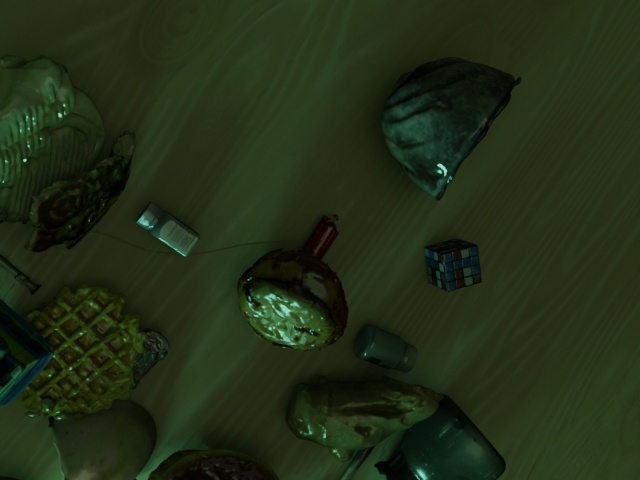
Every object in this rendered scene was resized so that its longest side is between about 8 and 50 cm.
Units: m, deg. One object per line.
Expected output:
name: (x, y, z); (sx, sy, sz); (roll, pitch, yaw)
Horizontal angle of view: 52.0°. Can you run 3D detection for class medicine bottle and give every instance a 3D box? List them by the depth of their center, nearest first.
medicine bottle: (-0.302, -0.023, 1.297); (0.118, 0.074, 0.055); (37, 87, -19)
medicine bottle: (0.150, 0.249, 1.491); (0.130, 0.080, 0.080); (26, 91, -20)

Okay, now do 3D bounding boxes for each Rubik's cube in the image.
Rubik's cube: (0.303, 0.055, 1.501); (0.092, 0.092, 0.092); (-13, 103, -15)

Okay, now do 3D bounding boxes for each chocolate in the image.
chocolate: (0.241, -0.259, 1.348); (0.213, 0.303, 0.303); (33, 88, 5)

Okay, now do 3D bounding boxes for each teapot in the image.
teapot: (0.261, 0.533, 1.546); (0.285, 0.305, 0.223); (-41, 70, -1)

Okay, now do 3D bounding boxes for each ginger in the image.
ginger: (0.100, 0.375, 1.449); (0.354, 0.126, 0.190); (-13, 75, -3)

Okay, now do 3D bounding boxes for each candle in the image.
candle: (0.000, 0.000, 1.414); (0.052, 0.052, 0.131); (32, 88, -20)

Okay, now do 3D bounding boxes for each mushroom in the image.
mushroom: (-0.405, 0.434, 1.296); (0.173, 0.162, 0.236); (-25, 108, -11)

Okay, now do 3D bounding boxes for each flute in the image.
flute: (-0.621, 0.018, 1.224); (0.027, 0.027, 0.233); (-46, 110, -6)

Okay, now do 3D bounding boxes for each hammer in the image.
hammer: (0.080, 0.528, 1.542); (0.111, 0.033, 0.288); (36, 87, -20)

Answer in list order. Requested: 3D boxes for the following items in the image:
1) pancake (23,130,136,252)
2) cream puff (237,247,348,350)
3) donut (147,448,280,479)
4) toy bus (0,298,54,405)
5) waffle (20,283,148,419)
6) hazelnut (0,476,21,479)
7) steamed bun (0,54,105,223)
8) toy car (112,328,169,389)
pancake: (-0.442, -0.071, 1.211); (0.056, 0.212, 0.257); (41, 51, 11)
cream puff: (-0.052, 0.115, 1.341); (0.240, 0.240, 0.164); (44, 54, -20)
donut: (-0.231, 0.592, 1.373); (0.330, 0.160, 0.330); (6, 76, -25)
toy bus: (-0.640, 0.154, 1.121); (0.312, 0.190, 0.152); (43, 89, -4)
waffle: (-0.479, 0.212, 1.266); (0.280, 0.060, 0.262); (7, 90, -7)
hazelnut: (-0.625, 0.558, 1.237); (0.181, 0.181, 0.212); (2, 89, 2)
steamed bun: (-0.535, -0.191, 1.122); (0.207, 0.268, 0.280); (34, 72, 13)
toy car: (-0.367, 0.239, 1.332); (0.142, 0.055, 0.069); (-45, 100, 4)
